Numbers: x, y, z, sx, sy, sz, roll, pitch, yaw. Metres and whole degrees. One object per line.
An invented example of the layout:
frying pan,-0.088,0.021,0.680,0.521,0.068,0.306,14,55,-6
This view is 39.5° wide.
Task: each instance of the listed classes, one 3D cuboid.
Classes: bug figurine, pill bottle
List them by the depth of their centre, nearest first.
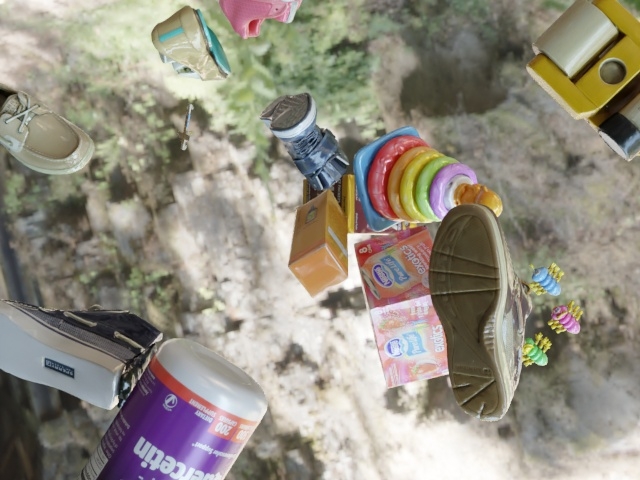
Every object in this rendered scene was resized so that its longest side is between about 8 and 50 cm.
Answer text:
pill bottle,-0.227,0.315,1.284,0.181,0.323,0.181,32,-179,-1
bug figurine,0.533,0.199,2.237,0.279,0.216,0.072,-48,-169,13

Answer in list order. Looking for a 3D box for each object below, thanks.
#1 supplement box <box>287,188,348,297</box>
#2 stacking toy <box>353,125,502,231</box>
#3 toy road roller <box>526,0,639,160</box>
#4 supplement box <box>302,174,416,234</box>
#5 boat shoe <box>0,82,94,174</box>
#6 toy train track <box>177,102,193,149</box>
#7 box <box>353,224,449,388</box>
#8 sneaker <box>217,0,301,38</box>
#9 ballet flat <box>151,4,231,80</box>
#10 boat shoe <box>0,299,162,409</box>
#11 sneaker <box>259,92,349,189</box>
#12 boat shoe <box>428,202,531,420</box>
supplement box,0.000,0.000,1.516,0.078,0.080,0.233,-30,-157,16
stacking toy,0.212,-0.091,1.580,0.165,0.175,0.302,-28,-153,-26
toy road roller,0.588,-0.317,1.822,0.202,0.329,0.240,-44,174,7
supplement box,0.088,-0.078,2.027,0.191,0.129,0.194,0,180,-32
boat shoe,-0.537,-0.213,1.594,0.302,0.109,0.098,29,162,23
toy train track,-0.238,-0.205,1.609,0.014,0.083,0.048,1,-163,-37
box,0.160,0.129,1.658,0.142,0.154,0.300,-13,143,1
sneaker,-0.052,-0.433,1.454,0.313,0.136,0.116,-21,-177,45
ballet flat,-0.167,-0.245,1.136,0.073,0.080,0.232,-22,177,1
boat shoe,-0.438,0.166,1.542,0.340,0.127,0.158,24,-148,12
sneaker,-0.011,-0.154,1.444,0.086,0.163,0.226,-40,-163,0
boat shoe,0.252,0.096,1.339,0.123,0.342,0.123,4,-157,40
